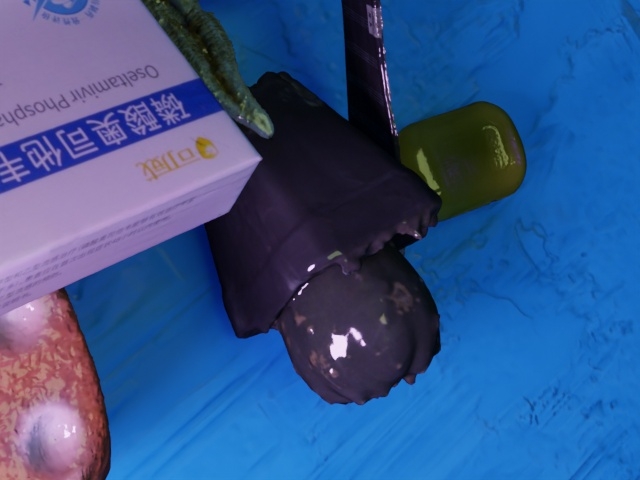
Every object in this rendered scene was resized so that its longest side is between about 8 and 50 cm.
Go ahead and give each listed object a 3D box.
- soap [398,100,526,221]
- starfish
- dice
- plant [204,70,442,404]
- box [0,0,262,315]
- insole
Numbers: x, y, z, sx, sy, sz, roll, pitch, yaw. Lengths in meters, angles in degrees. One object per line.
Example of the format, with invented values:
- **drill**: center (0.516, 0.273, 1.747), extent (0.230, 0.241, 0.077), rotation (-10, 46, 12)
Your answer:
- **soap**: center (0.119, -0.068, 1.239), extent (0.140, 0.045, 0.089), rotation (-20, 94, -35)
- **starfish**: center (-0.122, -0.202, 1.076), extent (0.358, 0.078, 0.347), rotation (-5, 58, -34)
- **dice**: center (-0.246, 0.108, 0.888), extent (0.179, 0.175, 0.174), rotation (-20, 91, -35)
- **plant**: center (0.000, 0.000, 1.084), extent (0.142, 0.164, 0.256), rotation (-23, 81, -34)
- **box**: center (-0.219, -0.053, 0.827), extent (0.343, 0.065, 0.200), rotation (-26, 73, -41)
- **insole**: center (0.036, -0.122, 1.126), extent (0.012, 0.110, 0.309), rotation (-13, 115, -15)
